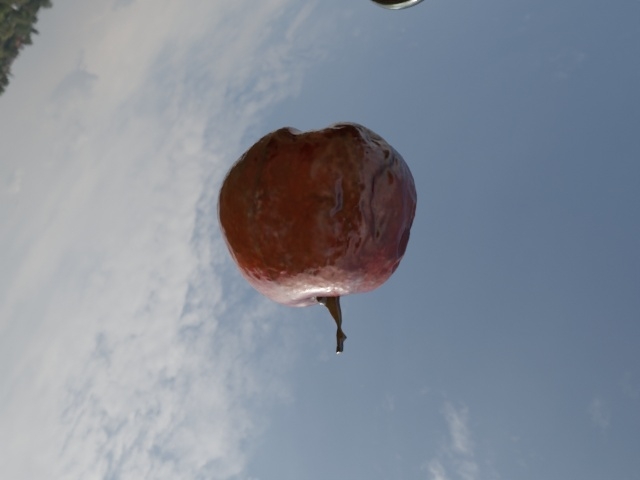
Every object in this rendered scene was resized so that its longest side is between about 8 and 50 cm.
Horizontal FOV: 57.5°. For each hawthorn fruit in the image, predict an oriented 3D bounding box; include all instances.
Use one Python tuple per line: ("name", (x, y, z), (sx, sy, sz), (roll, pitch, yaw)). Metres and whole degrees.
("hawthorn fruit", (0.000, 0.000, 0.703), (0.242, 0.242, 0.271), (-14, -104, 49))

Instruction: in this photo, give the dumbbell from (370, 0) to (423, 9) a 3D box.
("dumbbell", (0.066, -0.412, 0.767), (0.192, 0.290, 0.191), (12, -73, 42))
